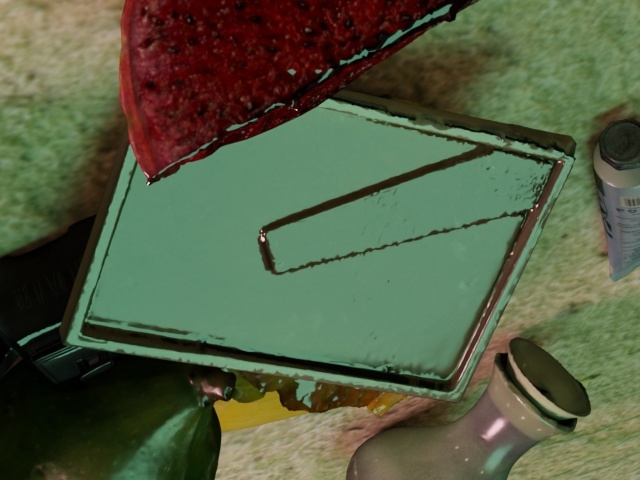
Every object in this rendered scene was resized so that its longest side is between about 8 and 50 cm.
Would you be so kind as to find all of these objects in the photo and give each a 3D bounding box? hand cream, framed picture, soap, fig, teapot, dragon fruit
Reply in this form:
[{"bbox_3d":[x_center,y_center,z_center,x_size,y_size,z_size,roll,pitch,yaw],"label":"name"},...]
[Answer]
[{"bbox_3d":[0.276,-0.032,1.419,0.091,0.058,0.271,-37,155,1],"label":"hand cream"},{"bbox_3d":[0.000,0.000,1.131,0.315,0.024,0.232,11,119,-21],"label":"framed picture"},{"bbox_3d":[-0.033,0.142,1.503,0.168,0.033,0.089,-5,149,-31],"label":"soap"},{"bbox_3d":[-0.154,0.142,1.256,0.195,0.195,0.245,6,139,-43],"label":"fig"},{"bbox_3d":[-0.176,0.055,1.182,0.177,0.096,0.087,-25,152,1],"label":"teapot"},{"bbox_3d":[0.152,0.221,1.650,0.183,0.183,0.251,14,124,-49],"label":"teapot"},{"bbox_3d":[-0.007,-0.147,0.925,0.262,0.163,0.189,-27,123,-1],"label":"dragon fruit"}]

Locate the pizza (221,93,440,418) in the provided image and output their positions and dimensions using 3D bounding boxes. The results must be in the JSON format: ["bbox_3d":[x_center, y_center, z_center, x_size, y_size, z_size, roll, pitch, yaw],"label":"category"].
[{"bbox_3d":[0.030,0.035,1.295,0.278,0.114,0.409,-18,146,-22],"label":"pizza"}]
